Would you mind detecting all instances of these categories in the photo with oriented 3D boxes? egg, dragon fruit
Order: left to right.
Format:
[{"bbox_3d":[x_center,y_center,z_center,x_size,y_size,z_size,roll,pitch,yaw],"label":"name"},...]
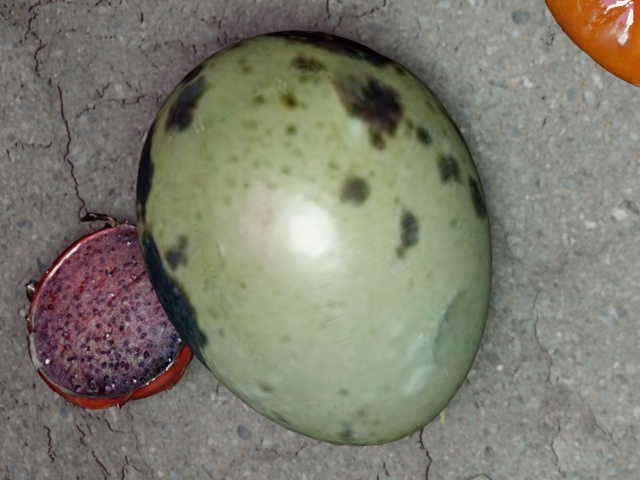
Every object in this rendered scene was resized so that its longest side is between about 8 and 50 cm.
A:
[{"bbox_3d":[-0.221,0.105,1.741,0.224,0.148,0.218,31,78,28],"label":"dragon fruit"},{"bbox_3d":[0.000,0.000,1.498,0.345,0.345,0.428,-20,101,26],"label":"egg"}]

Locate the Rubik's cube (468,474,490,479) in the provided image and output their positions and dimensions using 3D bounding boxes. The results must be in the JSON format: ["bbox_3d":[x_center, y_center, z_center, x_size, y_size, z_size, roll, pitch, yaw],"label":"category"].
[{"bbox_3d":[0.168,0.296,1.609,0.073,0.084,0.075,38,116,39],"label":"Rubik's cube"}]

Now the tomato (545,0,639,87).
[{"bbox_3d":[0.324,-0.270,1.396,0.260,0.180,0.260,4,99,27],"label":"tomato"}]
